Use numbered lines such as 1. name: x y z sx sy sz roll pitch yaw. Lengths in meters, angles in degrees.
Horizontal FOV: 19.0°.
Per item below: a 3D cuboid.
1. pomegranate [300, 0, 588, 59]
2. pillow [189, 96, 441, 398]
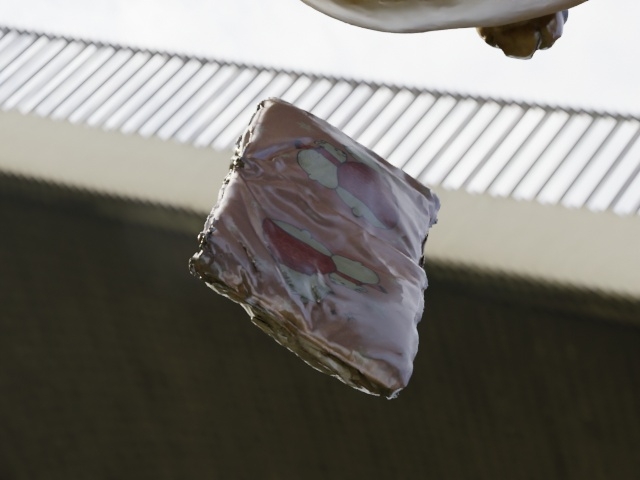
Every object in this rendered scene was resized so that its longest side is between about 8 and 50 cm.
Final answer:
1. pomegranate: 0.103 -0.319 1.411 0.411 0.411 0.411 23 -41 22
2. pillow: 0.000 0.000 1.077 0.135 0.248 0.049 34 -66 -9
